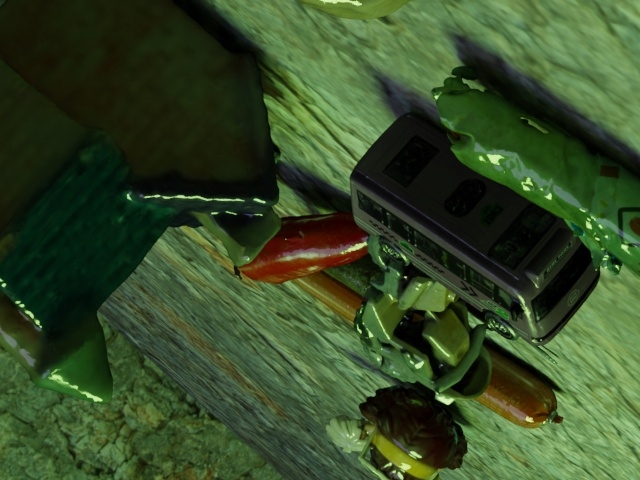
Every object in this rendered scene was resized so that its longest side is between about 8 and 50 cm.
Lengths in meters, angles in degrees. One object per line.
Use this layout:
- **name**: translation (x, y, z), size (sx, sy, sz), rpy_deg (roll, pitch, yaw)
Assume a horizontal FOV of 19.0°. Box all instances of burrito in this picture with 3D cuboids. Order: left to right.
- **burrito**: translation (0.188, -0.009, 1.210), size (0.288, 0.054, 0.104), rpy_deg (35, 170, 5)

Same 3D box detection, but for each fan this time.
- **fan**: translation (0.159, 0.071, 1.716), size (0.133, 0.005, 0.085), rpy_deg (35, 168, 17)

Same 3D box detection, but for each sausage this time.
- **sausage**: translation (0.091, 0.087, 1.862), size (0.348, 0.053, 0.053), rpy_deg (32, 167, 25)

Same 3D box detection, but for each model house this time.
- **model house**: translation (-0.187, -0.046, 1.551), size (0.280, 0.312, 0.245), rpy_deg (41, 165, -5)

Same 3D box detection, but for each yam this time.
- **yam**: translation (0.028, 0.021, 1.829), size (0.094, 0.043, 0.043), rpy_deg (33, 168, 29)

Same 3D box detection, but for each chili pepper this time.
- **chili pepper**: translation (0.003, 0.002, 1.740), size (0.169, 0.088, 0.065), rpy_deg (-9, 93, 50)

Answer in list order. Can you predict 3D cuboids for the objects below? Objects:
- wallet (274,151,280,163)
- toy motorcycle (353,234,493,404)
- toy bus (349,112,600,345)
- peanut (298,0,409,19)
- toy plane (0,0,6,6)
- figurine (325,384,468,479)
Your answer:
- **wallet**: translation (-0.156, -0.111, 1.798), size (0.250, 0.075, 0.176), rpy_deg (36, 162, 7)
- **toy motorcycle**: translation (0.097, 0.068, 1.686), size (0.130, 0.094, 0.229), rpy_deg (32, 151, 19)
- **toy bus**: translation (0.108, -0.008, 1.359), size (0.178, 0.087, 0.098), rpy_deg (35, 162, 22)
- **peanut**: translation (-0.030, -0.215, 0.914), size (0.256, 0.123, 0.123), rpy_deg (46, 166, -19)
- **toy plane**: translation (-0.326, -0.202, 1.768), size (0.255, 0.101, 0.251), rpy_deg (-108, -9, -46)
- **figurine**: translation (0.104, 0.238, 2.258), size (0.175, 0.116, 0.240), rpy_deg (39, 174, 4)
